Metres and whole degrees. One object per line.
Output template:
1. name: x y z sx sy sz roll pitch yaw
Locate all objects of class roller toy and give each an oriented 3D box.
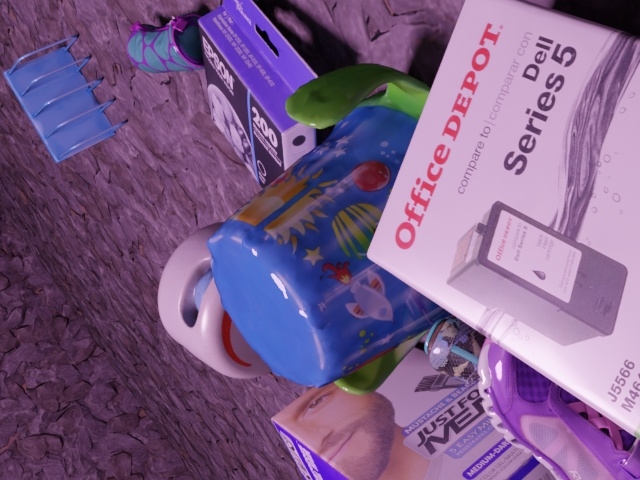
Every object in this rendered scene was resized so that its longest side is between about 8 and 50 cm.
1. roller toy: -0.105 0.083 1.039 0.146 0.191 0.209 24 138 45

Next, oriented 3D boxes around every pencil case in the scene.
1. pencil case: -0.184 -0.243 0.954 0.151 0.064 0.070 11 142 54

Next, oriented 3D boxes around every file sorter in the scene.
1. file sorter: -0.419 -0.238 1.284 0.104 0.118 0.170 -11 110 57

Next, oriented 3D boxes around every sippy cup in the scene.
1. sippy cup: 0.028 0.010 0.715 0.240 0.224 0.305 -12 109 60

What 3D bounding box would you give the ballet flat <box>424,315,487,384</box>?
1. ballet flat: 0.152 0.107 0.712 0.070 0.070 0.188 43 -166 24

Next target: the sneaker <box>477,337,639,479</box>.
1. sneaker: 0.220 0.157 0.612 0.236 0.095 0.104 55 149 -8

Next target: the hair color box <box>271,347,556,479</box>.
1. hair color box: 0.105 0.223 0.814 0.339 0.185 0.110 10 130 63

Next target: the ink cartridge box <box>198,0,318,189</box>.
1. ink cartridge box: -0.069 -0.152 0.838 0.206 0.045 0.208 54 158 31

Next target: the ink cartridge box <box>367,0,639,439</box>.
1. ink cartridge box: 0.185 -0.014 0.469 0.273 0.114 0.198 33 111 37
